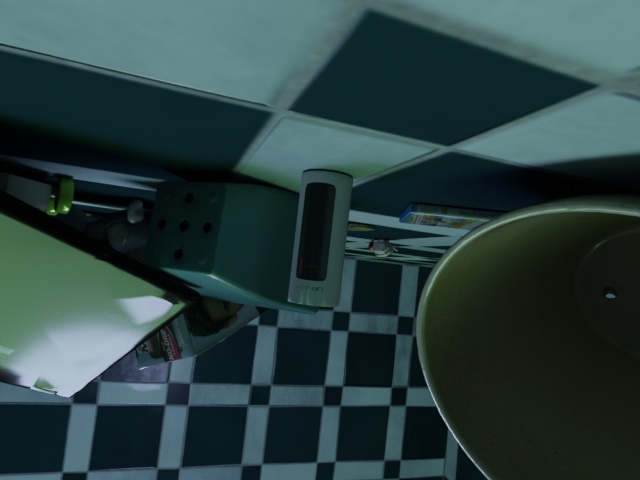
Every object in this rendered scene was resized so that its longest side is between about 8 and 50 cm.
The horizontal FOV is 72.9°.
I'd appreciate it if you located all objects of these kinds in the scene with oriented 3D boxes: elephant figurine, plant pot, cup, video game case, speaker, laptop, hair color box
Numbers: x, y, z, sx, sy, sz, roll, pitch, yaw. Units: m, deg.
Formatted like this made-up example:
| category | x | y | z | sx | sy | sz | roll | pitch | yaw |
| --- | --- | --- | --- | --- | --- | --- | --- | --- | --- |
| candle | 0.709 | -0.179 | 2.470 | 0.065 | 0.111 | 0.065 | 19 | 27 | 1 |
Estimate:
| category | x | y | z | sx | sy | sz | roll | pitch | yaw |
| --- | --- | --- | --- | --- | --- | --- | --- | --- | --- |
| elephant figurine | -0.389 | 0.009 | 0.970 | 0.185 | 0.170 | 0.239 | -5 | 179 | 21 |
| plant pot | -0.110 | 0.005 | 0.594 | 0.165 | 0.166 | 0.234 | 5 | 171 | 23 |
| cup | 0.298 | 0.093 | 0.412 | 0.236 | 0.332 | 0.330 | -23 | -164 | -37 |
| video game case | 0.201 | -0.029 | 0.608 | 0.166 | 0.015 | 0.119 | 6 | 177 | 4 |
| speaker | 0.000 | 0.000 | 0.449 | 0.055 | 0.137 | 0.055 | 7 | 176 | 0 |
| laptop | -0.438 | 0.021 | 0.535 | 0.407 | 0.237 | 0.382 | -35 | 135 | 15 |
| hair color box | -0.194 | 0.072 | 0.804 | 0.113 | 0.186 | 0.374 | -16 | -179 | 19 |

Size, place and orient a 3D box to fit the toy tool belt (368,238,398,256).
| category | x | y | z | sx | sy | sz | roll | pitch | yaw |
| --- | --- | --- | --- | --- | --- | --- | --- | --- | --- |
| toy tool belt | 0.171 | 0.022 | 1.179 | 0.051 | 0.052 | 0.083 | 17 | 173 | -21 |

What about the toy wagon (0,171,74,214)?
| category | x | y | z | sx | sy | sz | roll | pitch | yaw |
| --- | --- | --- | --- | --- | --- | --- | --- | --- | --- |
| toy wagon | -0.555 | -0.081 | 0.675 | 0.267 | 0.068 | 0.344 | 9 | 175 | -38 |

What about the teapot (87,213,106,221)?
| category | x | y | z | sx | sy | sz | roll | pitch | yaw |
| --- | --- | --- | --- | --- | --- | --- | --- | --- | --- |
| teapot | -0.723 | 0.000 | 1.424 | 0.252 | 0.187 | 0.256 | -21 | 154 | 6 |

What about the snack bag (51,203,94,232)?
| category | x | y | z | sx | sy | sz | roll | pitch | yaw |
| --- | --- | --- | --- | --- | --- | --- | --- | --- | --- |
| snack bag | -0.482 | 0.074 | 0.965 | 0.323 | 0.037 | 0.343 | 48 | -176 | -26 |

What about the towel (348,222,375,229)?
| category | x | y | z | sx | sy | sz | roll | pitch | yaw |
| --- | --- | --- | --- | --- | --- | --- | --- | --- | --- |
| towel | 0.073 | -0.027 | 0.895 | 0.060 | 0.010 | 0.083 | 7 | 177 | -15 |
